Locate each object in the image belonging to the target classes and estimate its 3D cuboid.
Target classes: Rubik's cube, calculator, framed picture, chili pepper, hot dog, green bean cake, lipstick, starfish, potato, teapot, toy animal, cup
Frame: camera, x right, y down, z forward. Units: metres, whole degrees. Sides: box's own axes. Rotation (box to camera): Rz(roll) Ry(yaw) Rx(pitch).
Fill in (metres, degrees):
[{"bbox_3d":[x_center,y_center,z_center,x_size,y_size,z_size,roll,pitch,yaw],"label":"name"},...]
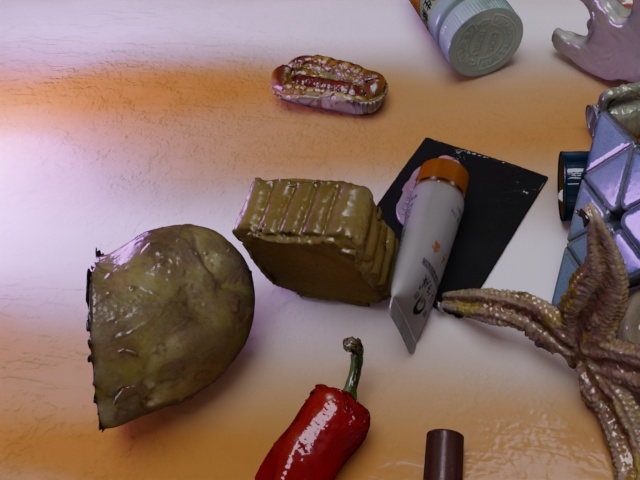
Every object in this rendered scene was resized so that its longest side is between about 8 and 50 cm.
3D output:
[{"bbox_3d":[0.480,-0.022,1.117,0.228,0.228,0.233,16,51,35],"label":"Rubik's cube"},{"bbox_3d":[0.194,-0.083,1.352,0.103,0.024,0.166,21,63,28],"label":"calculator"},{"bbox_3d":[0.211,-0.036,1.334,0.244,0.013,0.324,23,62,28],"label":"framed picture"},{"bbox_3d":[-0.022,0.314,1.068,0.110,0.110,0.388,22,67,28],"label":"chili pepper"},{"bbox_3d":[0.020,-0.313,1.560,0.252,0.069,0.131,16,58,23],"label":"hot dog"},{"bbox_3d":[0.000,0.000,1.217,0.229,0.224,0.131,6,63,25],"label":"green bean cake"},{"bbox_3d":[0.148,0.414,0.974,0.057,0.057,0.357,1,53,15],"label":"lipstick"},{"bbox_3d":[0.338,0.151,1.000,0.132,0.384,0.398,-17,66,-20],"label":"starfish"},{"bbox_3d":[-0.218,0.124,1.186,0.237,0.289,0.301,-3,14,-8],"label":"potato"},{"bbox_3d":[0.567,-0.238,1.337,0.200,0.107,0.077,-15,54,3],"label":"teapot"},{"bbox_3d":[0.599,-0.406,1.363,0.188,0.308,0.266,-18,58,-20],"label":"toy animal"},{"bbox_3d":[0.461,-0.104,1.257,0.138,0.113,0.150,-1,55,12],"label":"cup"}]

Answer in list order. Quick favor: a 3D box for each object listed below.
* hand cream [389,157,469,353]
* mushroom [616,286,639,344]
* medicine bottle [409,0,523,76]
[{"bbox_3d":[0.159,0.010,1.214,0.089,0.140,0.314,5,59,27],"label":"hand cream"},{"bbox_3d":[0.498,0.114,1.014,0.207,0.215,0.207,-9,46,9],"label":"mushroom"},{"bbox_3d":[0.274,-0.490,1.574,0.158,0.158,0.318,-19,51,0],"label":"medicine bottle"}]
